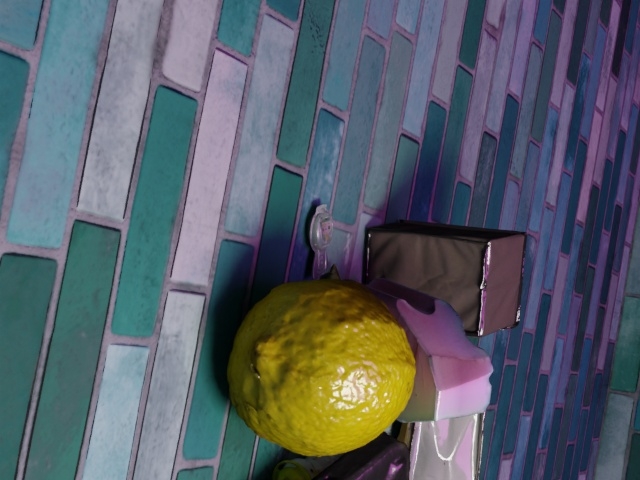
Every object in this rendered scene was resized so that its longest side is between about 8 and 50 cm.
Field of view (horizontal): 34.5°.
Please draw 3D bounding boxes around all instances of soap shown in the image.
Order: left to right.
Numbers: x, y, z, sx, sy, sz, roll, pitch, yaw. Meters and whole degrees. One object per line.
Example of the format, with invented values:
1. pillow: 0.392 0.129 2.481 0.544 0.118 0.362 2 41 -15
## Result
1. soap: 0.139 0.185 1.671 0.109 0.324 0.193 0 100 -30

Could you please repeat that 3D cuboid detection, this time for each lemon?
1. lemon: 0.008 0.186 1.515 0.322 0.268 0.268 6 92 -56

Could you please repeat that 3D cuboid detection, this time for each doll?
1. doll: -0.012 0.390 1.715 0.207 0.081 0.129 8 81 -58

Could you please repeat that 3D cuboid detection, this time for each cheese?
1. cheese: 0.000 0.000 1.687 0.067 0.026 0.121 -23 117 -56

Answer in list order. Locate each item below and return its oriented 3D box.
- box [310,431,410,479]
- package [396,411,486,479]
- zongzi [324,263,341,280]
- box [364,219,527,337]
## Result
1. box: 0.009 0.512 1.678 0.350 0.091 0.359 -29 133 -39
2. package: 0.199 0.435 2.054 0.165 0.221 0.311 7 94 -20
3. zongzi: 0.022 0.117 1.735 0.119 0.055 0.109 -68 152 -43
4. box: 0.218 0.065 1.851 0.153 0.252 0.188 -15 111 -57
